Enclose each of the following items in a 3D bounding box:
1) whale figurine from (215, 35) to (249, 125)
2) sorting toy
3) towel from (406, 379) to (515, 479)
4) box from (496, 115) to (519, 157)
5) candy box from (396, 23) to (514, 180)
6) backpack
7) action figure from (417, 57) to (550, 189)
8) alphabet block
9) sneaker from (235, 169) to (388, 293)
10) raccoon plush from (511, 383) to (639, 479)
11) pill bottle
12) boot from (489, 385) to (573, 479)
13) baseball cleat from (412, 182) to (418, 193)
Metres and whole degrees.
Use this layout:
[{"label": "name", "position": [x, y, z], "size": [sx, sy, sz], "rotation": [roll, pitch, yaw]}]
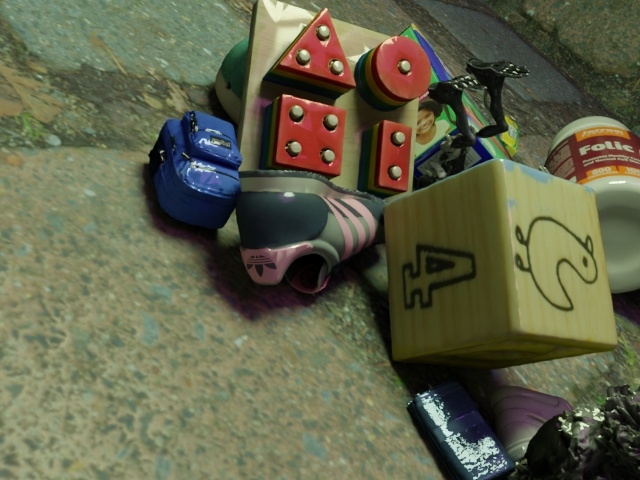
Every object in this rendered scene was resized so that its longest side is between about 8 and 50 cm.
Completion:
[{"label": "whale figurine", "position": [-0.022, -0.228, 1.145], "size": [0.272, 0.141, 0.216], "rotation": [2, 44, -42]}, {"label": "sorting toy", "position": [0.031, -0.181, 1.012], "size": [0.257, 0.089, 0.255], "rotation": [10, 79, -24]}, {"label": "towel", "position": [0.150, 0.208, 0.810], "size": [0.067, 0.029, 0.119], "rotation": [-17, 51, -21]}, {"label": "box", "position": [0.340, -0.170, 1.483], "size": [0.043, 0.105, 0.179], "rotation": [35, 30, -1]}, {"label": "candy box", "position": [0.222, -0.172, 1.278], "size": [0.268, 0.122, 0.317], "rotation": [39, 23, -37]}, {"label": "backpack", "position": [-0.139, -0.080, 0.862], "size": [0.098, 0.101, 0.120], "rotation": [12, 43, -27]}, {"label": "action figure", "position": [0.209, -0.094, 1.029], "size": [0.164, 0.275, 0.141], "rotation": [-21, 37, -24]}, {"label": "alphabet block", "position": [0.205, 0.040, 0.895], "size": [0.192, 0.193, 0.197], "rotation": [10, 69, -36]}, {"label": "sneaker", "position": [0.000, 0.000, 0.918], "size": [0.319, 0.112, 0.131], "rotation": [11, 81, -58]}, {"label": "raccoon plush", "position": [0.360, 0.267, 0.624], "size": [0.216, 0.447, 0.299], "rotation": [50, 18, -35]}, {"label": "pill bottle", "position": [0.544, -0.089, 1.462], "size": [0.224, 0.224, 0.392], "rotation": [33, 30, -6]}, {"label": "boot", "position": [0.310, 0.247, 0.877], "size": [0.258, 0.095, 0.123], "rotation": [27, 33, -20]}, {"label": "baseball cleat", "position": [0.095, -0.090, 1.147], "size": [0.109, 0.072, 0.206], "rotation": [5, 42, -43]}]
